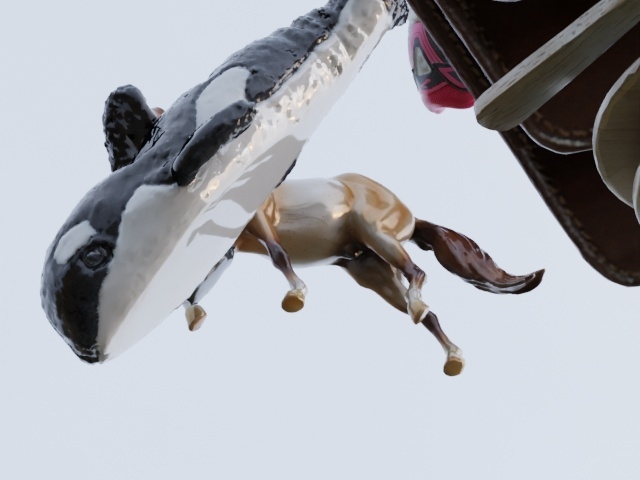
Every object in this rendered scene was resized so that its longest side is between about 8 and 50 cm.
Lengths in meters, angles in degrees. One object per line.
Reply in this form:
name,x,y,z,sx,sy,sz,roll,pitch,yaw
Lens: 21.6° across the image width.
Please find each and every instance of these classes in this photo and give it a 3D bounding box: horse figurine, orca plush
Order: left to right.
orca plush,-0.068,-0.069,0.894,0.102,0.287,0.151,33,-10,12
horse figurine,0.000,0.000,1.024,0.263,0.174,0.066,9,-57,-24

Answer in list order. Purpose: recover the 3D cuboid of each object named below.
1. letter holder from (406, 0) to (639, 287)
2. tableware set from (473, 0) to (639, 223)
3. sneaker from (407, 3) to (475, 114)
letter holder,0.168,-0.144,0.508,0.302,0.152,0.214,-33,-97,1
tableware set,0.134,-0.042,0.319,0.128,0.039,0.194,16,-38,-30
sneaker,0.184,-0.134,1.228,0.299,0.112,0.121,4,-8,-30
